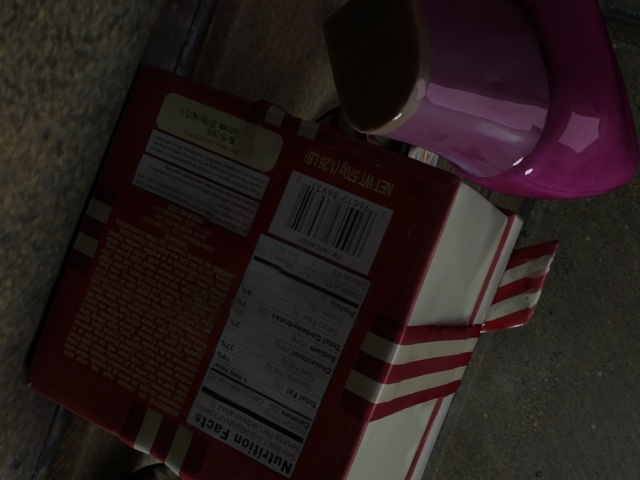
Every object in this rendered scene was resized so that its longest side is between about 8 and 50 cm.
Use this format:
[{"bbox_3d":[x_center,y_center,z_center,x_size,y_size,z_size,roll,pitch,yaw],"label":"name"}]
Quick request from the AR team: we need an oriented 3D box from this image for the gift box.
[{"bbox_3d":[0.004,0.026,0.615,0.276,0.255,0.258,-64,160,3],"label":"gift box"}]

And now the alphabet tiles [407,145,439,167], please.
[{"bbox_3d":[0.108,-0.036,1.141,0.284,0.021,0.278,-56,161,-53],"label":"alphabet tiles"}]

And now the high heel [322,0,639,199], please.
[{"bbox_3d":[0.078,-0.201,0.500,0.181,0.127,0.377,11,68,-37],"label":"high heel"}]

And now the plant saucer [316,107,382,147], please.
[{"bbox_3d":[0.000,0.000,0.910,0.278,0.041,0.278,-54,156,-36],"label":"plant saucer"}]

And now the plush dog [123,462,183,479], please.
[{"bbox_3d":[-0.120,0.332,0.658,0.225,0.210,0.262,-49,-165,12],"label":"plush dog"}]
